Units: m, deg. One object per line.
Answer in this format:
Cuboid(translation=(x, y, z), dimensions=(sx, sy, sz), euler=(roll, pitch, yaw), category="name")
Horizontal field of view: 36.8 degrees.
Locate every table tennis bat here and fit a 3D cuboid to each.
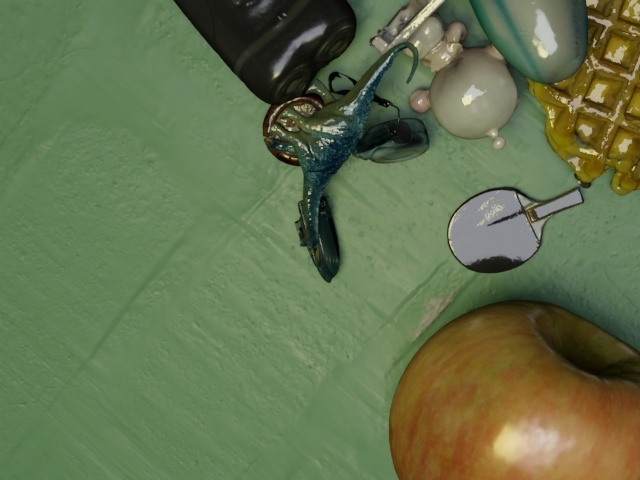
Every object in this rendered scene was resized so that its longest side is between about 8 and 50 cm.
Cuboid(translation=(0.304, -0.027, 1.496), dimensions=(0.220, 0.019, 0.130), euler=(-24, 96, 14), category="table tennis bat")

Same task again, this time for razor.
Cuboid(translation=(-0.110, -0.384, 1.457), dimensions=(0.204, 0.113, 0.349), euler=(-40, 83, 8), category="razor")

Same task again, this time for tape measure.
Cuboid(translation=(0.094, -0.201, 1.479), dimensions=(0.104, 0.107, 0.179), euler=(-39, 66, 37), category="tape measure")

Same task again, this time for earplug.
Cuboid(translation=(0.266, -0.357, 1.302), dimensions=(0.185, 0.185, 0.323), euler=(-21, 68, 12), category="earplug")

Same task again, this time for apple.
Cuboid(translation=(0.294, 0.278, 1.367), dimensions=(0.392, 0.391, 0.346), euler=(29, 109, 4), category="apple")

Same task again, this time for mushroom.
Cuboid(translation=(-0.032, -0.177, 1.512), dimensions=(0.123, 0.052, 0.123), euler=(2, 106, 9), category="mushroom")

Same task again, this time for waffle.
Cuboid(translation=(0.485, -0.269, 1.396), dimensions=(0.380, 0.095, 0.382), euler=(-29, 95, 11), category="waffle")

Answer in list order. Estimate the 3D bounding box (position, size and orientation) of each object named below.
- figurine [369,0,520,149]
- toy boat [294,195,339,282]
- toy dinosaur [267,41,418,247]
Cuboid(translation=(0.204, -0.253, 1.417), dimensions=(0.182, 0.144, 0.256), euler=(-43, 93, 10), category="figurine")
Cuboid(translation=(0.000, 0.000, 1.532), dimensions=(0.060, 0.055, 0.141), euler=(-11, 97, 33), category="toy boat")
Cuboid(translation=(0.008, -0.161, 1.435), dimensions=(0.147, 0.076, 0.363), euler=(33, 114, 5), category="toy dinosaur")
